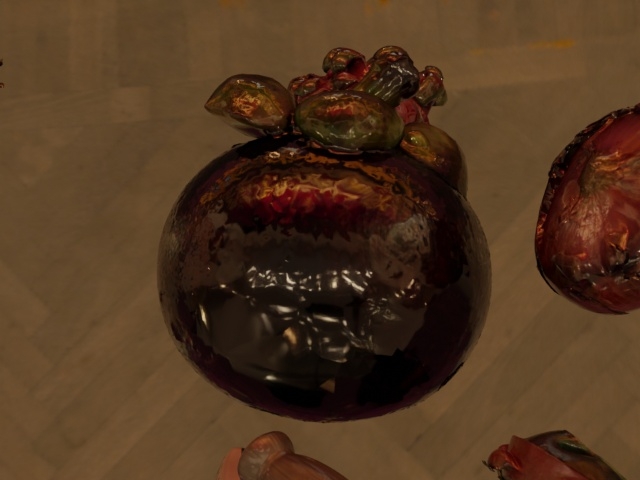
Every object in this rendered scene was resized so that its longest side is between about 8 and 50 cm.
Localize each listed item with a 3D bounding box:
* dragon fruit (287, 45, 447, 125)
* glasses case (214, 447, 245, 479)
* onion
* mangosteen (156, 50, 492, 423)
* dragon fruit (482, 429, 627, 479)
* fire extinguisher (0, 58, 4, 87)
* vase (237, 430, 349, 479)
[{"bbox_3d":[0.063,-0.167,1.584,0.219,0.198,0.272,15,65,18],"label":"dragon fruit"},{"bbox_3d":[-0.146,0.452,2.029,0.075,0.314,0.122,11,106,-6],"label":"glasses case"},{"bbox_3d":[0.266,-0.019,0.999,0.147,0.184,0.184,22,98,-25],"label":"onion"},{"bbox_3d":[0.001,0.013,1.120,0.330,0.330,0.329,0,92,13],"label":"mangosteen"},{"bbox_3d":[0.391,0.396,1.864,0.130,0.268,0.295,-45,59,-8],"label":"dragon fruit"},{"bbox_3d":[-0.256,-0.172,0.835,0.064,0.043,0.158,0,131,-6],"label":"fire extinguisher"},{"bbox_3d":[-0.008,0.168,0.790,0.101,0.053,0.053,34,100,41],"label":"vase"}]
